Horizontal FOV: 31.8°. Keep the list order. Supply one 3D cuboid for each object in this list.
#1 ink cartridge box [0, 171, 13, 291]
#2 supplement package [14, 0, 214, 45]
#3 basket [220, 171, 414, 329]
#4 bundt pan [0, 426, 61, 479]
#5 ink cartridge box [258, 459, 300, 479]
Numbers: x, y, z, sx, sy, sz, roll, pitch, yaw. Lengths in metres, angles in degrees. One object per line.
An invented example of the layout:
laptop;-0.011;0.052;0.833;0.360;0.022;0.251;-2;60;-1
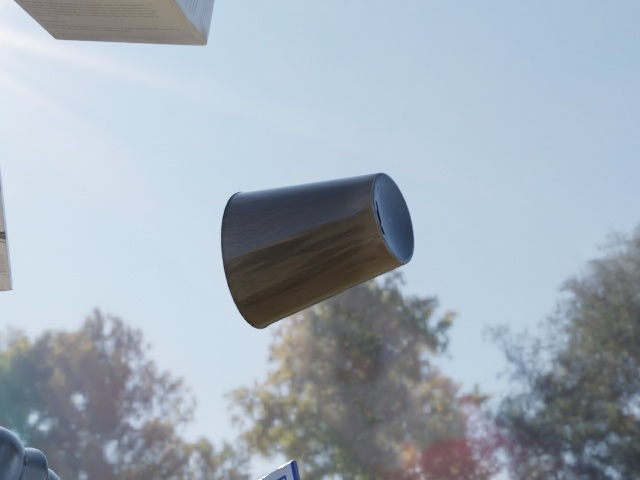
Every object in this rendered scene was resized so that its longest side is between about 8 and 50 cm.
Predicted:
ink cartridge box;-0.365;-0.016;1.202;0.056;0.135;0.099;-6;8;-15
supplement package;-0.215;-0.319;1.024;0.178;0.175;0.293;5;-13;14
basket;0.000;0.000;1.529;0.227;0.204;0.154;-16;-27;26
bundt pan;-0.445;0.312;1.345;0.331;0.124;0.331;8;-45;9
ink cartridge box;-0.102;0.418;1.101;0.307;0.303;0.072;-30;-41;19
